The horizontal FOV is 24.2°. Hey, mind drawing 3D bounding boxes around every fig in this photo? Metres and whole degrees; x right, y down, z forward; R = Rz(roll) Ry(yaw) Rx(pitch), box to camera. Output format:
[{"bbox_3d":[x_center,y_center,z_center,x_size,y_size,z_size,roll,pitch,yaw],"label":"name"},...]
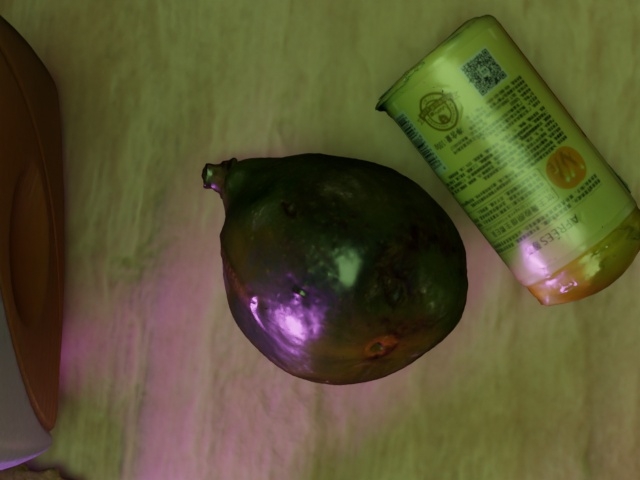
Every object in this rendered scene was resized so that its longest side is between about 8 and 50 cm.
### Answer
[{"bbox_3d":[0.000,0.000,1.196,0.195,0.195,0.245,-42,62,7],"label":"fig"}]

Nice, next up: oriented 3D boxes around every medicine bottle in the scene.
[{"bbox_3d":[0.161,-0.059,1.204,0.124,0.124,0.239,-39,92,7],"label":"medicine bottle"}]

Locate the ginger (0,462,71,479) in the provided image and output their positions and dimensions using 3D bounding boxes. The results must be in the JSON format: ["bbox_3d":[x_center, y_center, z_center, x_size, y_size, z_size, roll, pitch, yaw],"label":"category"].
[{"bbox_3d":[-0.291,0.192,1.299,0.176,0.052,0.193,7,88,3],"label":"ginger"}]

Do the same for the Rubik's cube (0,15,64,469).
[{"bbox_3d":[-0.389,0.004,1.116,0.352,0.352,0.347,0,87,0],"label":"Rubik's cube"}]
